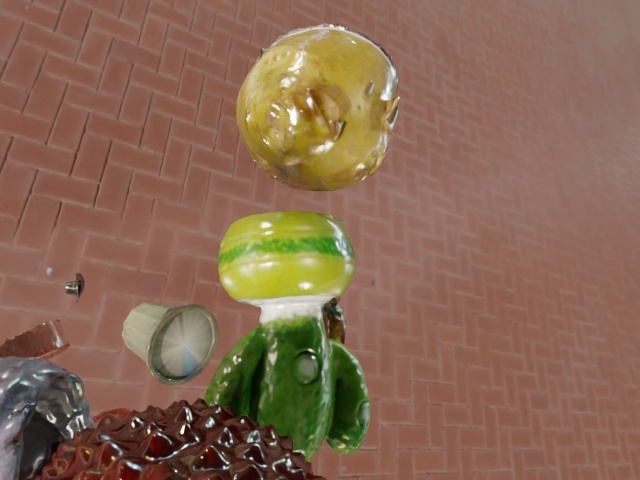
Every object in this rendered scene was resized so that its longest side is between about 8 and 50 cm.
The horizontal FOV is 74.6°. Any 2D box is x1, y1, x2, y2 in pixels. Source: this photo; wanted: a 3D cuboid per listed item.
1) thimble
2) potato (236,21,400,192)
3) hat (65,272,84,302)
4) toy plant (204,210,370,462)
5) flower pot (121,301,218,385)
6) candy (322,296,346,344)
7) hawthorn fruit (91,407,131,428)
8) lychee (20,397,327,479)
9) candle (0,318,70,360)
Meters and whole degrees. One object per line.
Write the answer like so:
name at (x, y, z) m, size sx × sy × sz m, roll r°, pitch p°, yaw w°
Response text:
thimble at (-0.374, 0.247, 0.476) m, size 0.172 × 0.237 × 0.205 m, roll 2°, pitch 25°, yaw -5°
potato at (-0.031, -0.166, 0.667) m, size 0.246 × 0.299 × 0.196 m, roll 29°, pitch 64°, yaw -12°
hat at (-0.888, 0.169, 1.512) m, size 0.050 × 0.121 × 0.121 m, roll 1°, pitch 71°, yaw -20°
toy plant at (-0.042, 0.132, 0.550) m, size 0.224 × 0.184 × 0.316 m, roll 2°, pitch 75°, yaw -29°
flower pot at (-0.418, 0.251, 1.137) m, size 0.212 × 0.202 × 0.213 m, roll -18°, pitch 114°, yaw -47°
candy at (0.017, 0.162, 0.679) m, size 0.046 × 0.053 × 0.182 m, roll 6°, pitch 90°, yaw -33°
hawthorn fruit at (-0.633, 0.590, 1.244) m, size 0.181 × 0.235 × 0.181 m, roll -1°, pitch 73°, yaw 5°
lychee at (-0.111, 0.278, 0.313) m, size 0.306 × 0.330 × 0.306 m, roll 20°, pitch 58°, yaw -36°
candle at (-0.978, 0.382, 1.324) m, size 0.131 × 0.316 × 0.287 m, roll 61°, pitch 12°, yaw 6°
